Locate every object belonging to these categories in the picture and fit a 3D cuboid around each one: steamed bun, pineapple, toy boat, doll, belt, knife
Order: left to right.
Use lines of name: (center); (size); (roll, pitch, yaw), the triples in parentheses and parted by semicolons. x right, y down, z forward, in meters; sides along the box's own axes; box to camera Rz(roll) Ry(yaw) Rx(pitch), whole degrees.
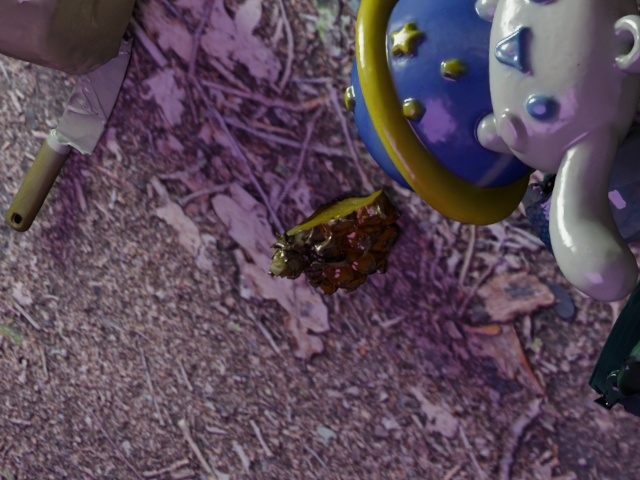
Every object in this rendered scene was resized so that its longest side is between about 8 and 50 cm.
steamed bun: (-0.253, -0.239, 1.591); (0.225, 0.170, 0.200); (23, 171, 1)
knife: (-0.221, -0.093, 1.765); (0.047, 0.017, 0.298); (42, 135, 6)
pineapple: (0.000, 0.000, 1.582); (0.077, 0.114, 0.114); (55, 139, 23)
doll: (0.139, -0.080, 1.316); (0.242, 0.159, 0.311); (-25, 63, 28)
toy boat: (0.244, 0.063, 1.438); (0.055, 0.060, 0.141); (33, 129, 17)
belt: (0.246, -0.055, 1.319); (0.072, 0.087, 0.302); (51, 140, -10)

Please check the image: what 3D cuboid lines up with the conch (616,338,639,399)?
conch: (0.326, 0.086, 1.327); (0.202, 0.134, 0.196); (37, 157, 10)
